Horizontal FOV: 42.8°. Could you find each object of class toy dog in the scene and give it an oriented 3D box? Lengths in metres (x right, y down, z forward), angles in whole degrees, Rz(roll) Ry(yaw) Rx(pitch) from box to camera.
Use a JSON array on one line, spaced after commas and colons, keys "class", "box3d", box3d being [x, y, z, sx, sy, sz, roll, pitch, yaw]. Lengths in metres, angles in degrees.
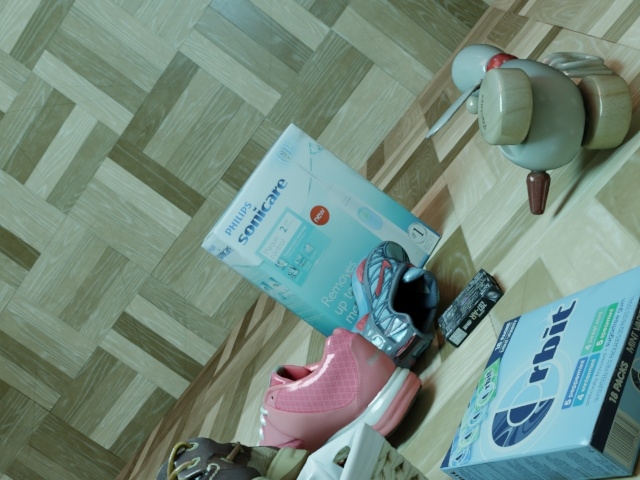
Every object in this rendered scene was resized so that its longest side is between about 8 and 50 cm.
[{"class": "toy dog", "box3d": [0.240, -0.140, 0.988, 0.334, 0.220, 0.161, -54, -29, -68]}]

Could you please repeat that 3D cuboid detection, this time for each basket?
[{"class": "basket", "box3d": [0.024, 0.263, 0.698, 0.113, 0.103, 0.167, -45, 12, 46]}]

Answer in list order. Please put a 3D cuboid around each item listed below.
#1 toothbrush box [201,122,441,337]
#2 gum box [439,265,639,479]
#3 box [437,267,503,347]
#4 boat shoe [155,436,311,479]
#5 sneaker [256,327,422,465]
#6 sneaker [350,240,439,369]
[{"class": "toothbrush box", "box3d": [0.000, 0.000, 1.265, 0.216, 0.295, 0.126, -55, 8, -19]}, {"class": "gum box", "box3d": [0.184, 0.112, 0.634, 0.157, 0.041, 0.184, -58, 10, -30]}, {"class": "box", "box3d": [0.171, 0.077, 0.939, 0.083, 0.018, 0.067, -52, 8, 11]}, {"class": "boat shoe", "box3d": [-0.101, 0.247, 0.757, 0.342, 0.123, 0.123, 2, -74, -79]}, {"class": "sneaker", "box3d": [-0.023, 0.214, 0.968, 0.314, 0.136, 0.116, -45, -2, 27]}, {"class": "sneaker", "box3d": [0.112, 0.076, 1.060, 0.125, 0.104, 0.262, -45, 21, 29]}]
